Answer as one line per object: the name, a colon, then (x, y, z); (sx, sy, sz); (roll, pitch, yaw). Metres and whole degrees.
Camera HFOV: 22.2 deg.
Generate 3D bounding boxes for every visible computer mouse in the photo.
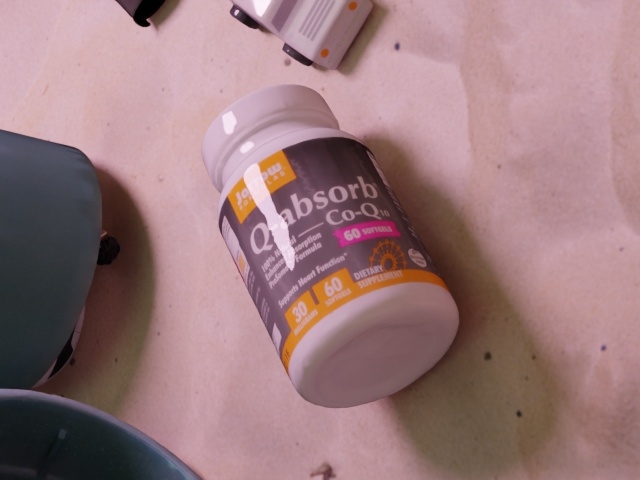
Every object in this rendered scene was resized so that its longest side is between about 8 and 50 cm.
computer mouse: (-0.279, 0.070, 1.773); (0.106, 0.042, 0.193); (18, 87, 43)

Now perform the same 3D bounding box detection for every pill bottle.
pill bottle: (0.000, 0.000, 1.478); (0.162, 0.162, 0.278); (-43, 55, 23)

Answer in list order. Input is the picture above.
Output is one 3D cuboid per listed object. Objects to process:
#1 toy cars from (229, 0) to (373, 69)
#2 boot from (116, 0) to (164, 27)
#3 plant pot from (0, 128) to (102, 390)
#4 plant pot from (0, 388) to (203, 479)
toy cars: (-0.055, -0.348, 1.667); (0.176, 0.087, 0.393); (-22, 65, 34)
boot: (-0.189, -0.347, 1.789); (0.137, 0.077, 0.198); (44, 120, 25)
plant pot: (-0.408, 0.002, 1.729); (0.293, 0.235, 0.293); (-27, 53, 44)
plant pot: (-0.289, 0.375, 1.532); (0.341, 0.341, 0.334); (51, 120, 36)
